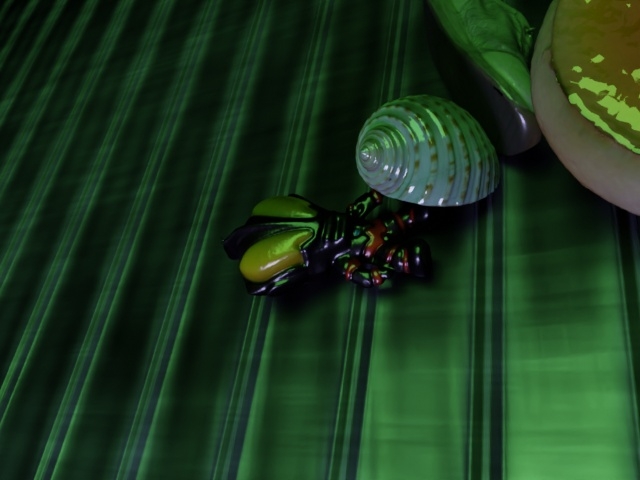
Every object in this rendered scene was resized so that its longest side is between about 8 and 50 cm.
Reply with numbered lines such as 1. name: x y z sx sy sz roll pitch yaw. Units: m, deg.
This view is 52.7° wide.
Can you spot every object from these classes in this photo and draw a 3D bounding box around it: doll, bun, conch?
1. doll: 0.000 -0.003 0.710 0.248 0.088 0.127 -1 29 24
2. bun: 0.337 -0.141 0.546 0.298 0.165 0.299 -6 70 18
3. conch: 0.113 -0.094 0.665 0.153 0.102 0.135 -20 51 -14

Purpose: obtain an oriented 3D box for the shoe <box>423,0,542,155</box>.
1. shoe: 0.194 -0.203 0.726 0.098 0.103 0.275 -17 52 3
